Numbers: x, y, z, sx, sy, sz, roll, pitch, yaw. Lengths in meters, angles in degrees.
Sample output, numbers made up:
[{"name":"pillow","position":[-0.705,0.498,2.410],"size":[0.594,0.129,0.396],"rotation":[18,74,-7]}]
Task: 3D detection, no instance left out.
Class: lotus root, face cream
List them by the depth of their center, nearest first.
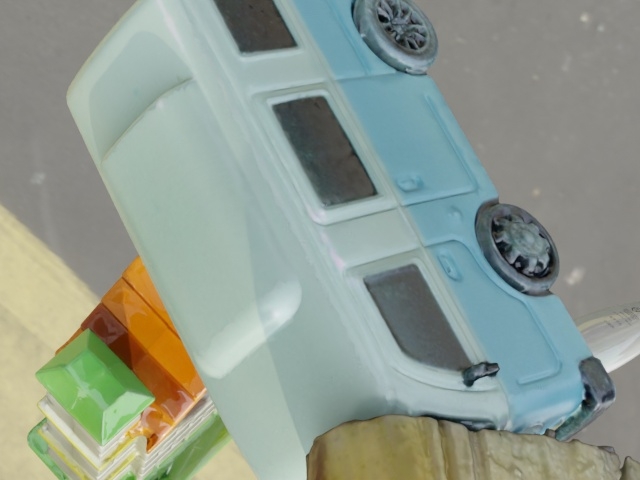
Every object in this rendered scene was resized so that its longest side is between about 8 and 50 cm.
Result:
[{"name":"lotus root","position":[0.062,0.141,0.621],"size":[0.159,0.135,0.095],"rotation":[18,130,-14]},{"name":"face cream","position":[0.297,0.109,1.616],"size":[0.182,0.072,0.051],"rotation":[-19,138,-40]}]

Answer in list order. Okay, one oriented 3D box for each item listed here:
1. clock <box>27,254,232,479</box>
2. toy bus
[{"name":"clock","position":[-0.085,0.074,1.020],"size":[0.220,0.106,0.255],"rotation":[-42,172,-20]},{"name":"toy bus","position":[0.000,0.000,0.721],"size":[0.165,0.271,0.133],"rotation":[-12,158,-46]}]
